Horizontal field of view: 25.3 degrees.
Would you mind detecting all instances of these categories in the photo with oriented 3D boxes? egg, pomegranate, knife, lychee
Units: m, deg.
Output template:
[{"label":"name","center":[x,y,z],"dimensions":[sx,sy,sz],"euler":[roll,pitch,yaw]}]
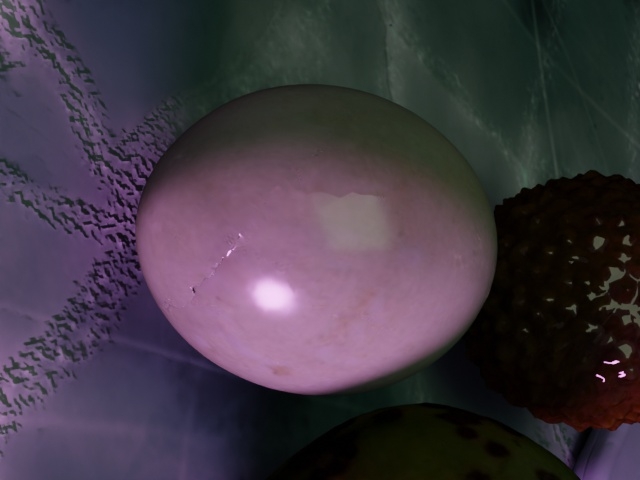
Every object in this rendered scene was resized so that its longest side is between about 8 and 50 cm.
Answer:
[{"label":"egg","center":[0.000,0.000,0.861],"dimensions":[0.253,0.186,0.187],"euler":[12,72,-43]},{"label":"pomegranate","center":[0.082,0.214,0.864],"dimensions":[0.306,0.242,0.242],"euler":[3,78,-49]},{"label":"knife","center":[0.280,0.120,1.243],"dimensions":[0.080,0.044,0.331],"euler":[50,46,-26]},{"label":"lychee","center":[0.208,0.044,1.073],"dimensions":[0.238,0.200,0.200],"euler":[-22,97,-33]}]
